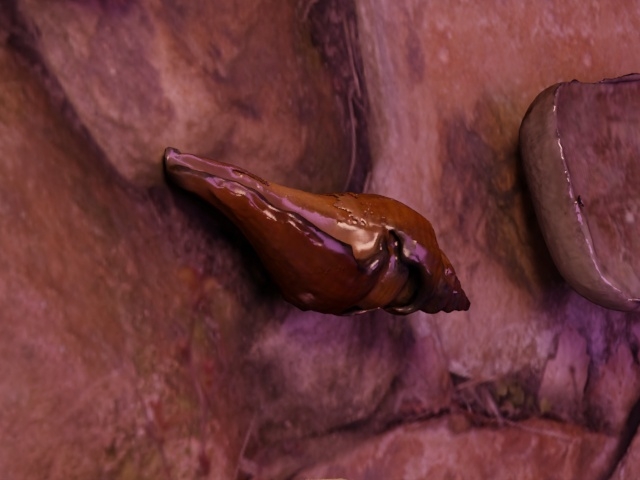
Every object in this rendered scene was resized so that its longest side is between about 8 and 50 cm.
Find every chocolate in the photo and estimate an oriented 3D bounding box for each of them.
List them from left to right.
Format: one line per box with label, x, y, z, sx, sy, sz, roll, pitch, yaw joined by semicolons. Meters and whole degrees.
chocolate;0.259;-0.036;1.392;0.303;0.100;0.185;-7;82;-50

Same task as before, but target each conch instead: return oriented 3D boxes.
conch;0.000;0.006;1.128;0.232;0.086;0.080;7;123;-35

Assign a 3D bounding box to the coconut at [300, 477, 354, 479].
coconut;0.001;0.288;0.930;0.323;0.323;0.323;4;85;-47
